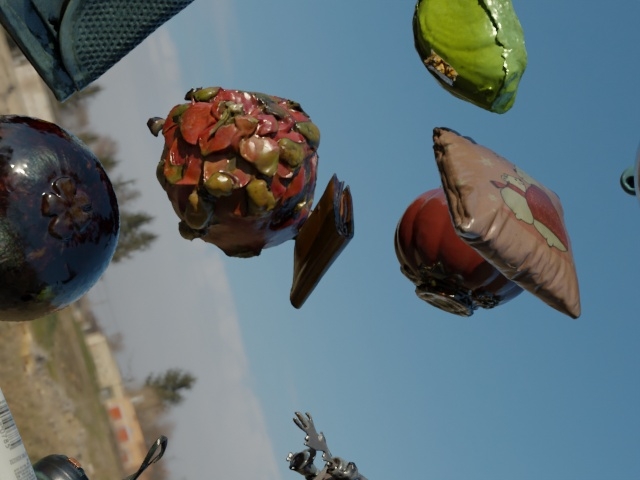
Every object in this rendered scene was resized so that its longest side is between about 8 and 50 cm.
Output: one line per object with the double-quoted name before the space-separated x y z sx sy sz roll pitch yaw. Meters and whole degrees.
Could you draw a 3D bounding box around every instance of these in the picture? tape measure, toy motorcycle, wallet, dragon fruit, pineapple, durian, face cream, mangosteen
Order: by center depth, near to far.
"face cream" -0.339 0.229 1.072 0.092 0.058 0.244 8 57 -88
"pineapple" 0.139 -0.196 1.153 0.045 0.019 0.083 39 10 4
"durian" 0.189 -0.275 1.299 0.101 0.139 0.250 22 46 -53
"tape measure" -0.300 0.301 1.344 0.107 0.180 0.104 51 -31 2
"mangosteen" -0.416 -0.028 1.366 0.288 0.288 0.288 163 -90 -76
"toy motorcycle" 0.031 0.386 1.374 0.134 0.207 0.401 0 -53 57
"wallet" -0.329 -0.399 1.570 0.075 0.342 0.237 33 -20 44
"wallet" 0.003 0.001 1.651 0.161 0.042 0.195 -59 -164 27
"dragon fruit" -0.149 -0.115 1.715 0.263 0.314 0.296 -135 -135 -88

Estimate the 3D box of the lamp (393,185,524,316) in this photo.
"lamp" 0.227 0.006 1.571 0.227 0.227 0.227 163 -90 -76

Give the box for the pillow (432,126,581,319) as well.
"pillow" 0.236 -0.030 1.270 0.084 0.236 0.223 -42 -147 31

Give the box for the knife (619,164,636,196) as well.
"knife" 0.569 -0.167 1.605 0.058 0.244 0.032 49 18 25

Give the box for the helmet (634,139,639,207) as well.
"helmet" 0.537 -0.106 1.333 0.230 0.337 0.385 30 2 -13
